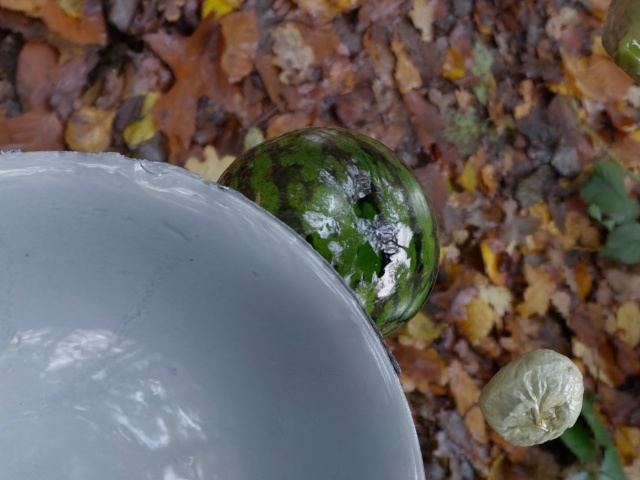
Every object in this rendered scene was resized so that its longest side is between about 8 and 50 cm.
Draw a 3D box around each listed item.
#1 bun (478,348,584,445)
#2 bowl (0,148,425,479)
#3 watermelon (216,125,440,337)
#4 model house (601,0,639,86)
[{"bbox_3d":[0.338,0.256,1.420,0.164,0.188,0.111,16,40,-23],"label":"bun"},{"bbox_3d":[-0.130,0.139,0.449,0.346,0.157,0.345,5,78,-21],"label":"bowl"},{"bbox_3d":[0.000,0.000,1.085,0.285,0.285,0.285,10,75,-40],"label":"watermelon"},{"bbox_3d":[0.358,-0.225,0.735,0.175,0.193,0.234,45,69,6],"label":"model house"}]
